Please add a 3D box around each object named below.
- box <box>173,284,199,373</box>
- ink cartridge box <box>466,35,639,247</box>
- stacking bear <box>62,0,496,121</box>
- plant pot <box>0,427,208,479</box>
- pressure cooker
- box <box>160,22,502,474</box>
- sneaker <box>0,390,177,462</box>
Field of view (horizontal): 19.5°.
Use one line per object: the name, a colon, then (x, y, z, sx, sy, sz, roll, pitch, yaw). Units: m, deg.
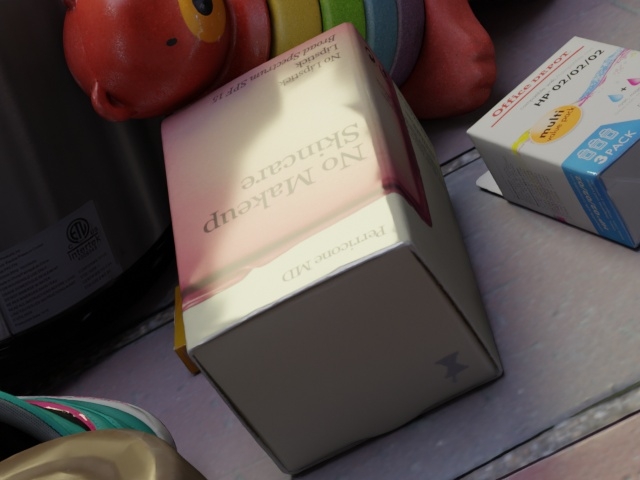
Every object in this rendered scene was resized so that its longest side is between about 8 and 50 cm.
box: (-0.036, 0.033, 1.274, 0.136, 0.028, 0.081, -25, 29, 11)
ink cartridge box: (0.168, -0.069, 1.180, 0.104, 0.061, 0.181, -41, 28, -14)
stacking bear: (-0.045, -0.149, 1.282, 0.289, 0.175, 0.164, -11, -2, -41)
plant pot: (-0.080, 0.213, 0.784, 0.263, 0.229, 0.263, -23, 23, 10)
pressure cooker: (-0.306, -0.146, 1.354, 0.375, 0.420, 0.370, -2, 36, 21)
box: (0.000, 0.000, 1.142, 0.149, 0.127, 0.232, -27, 38, 12)
sneaker: (-0.242, 0.146, 1.082, 0.295, 0.124, 0.178, -4, -2, 6)
